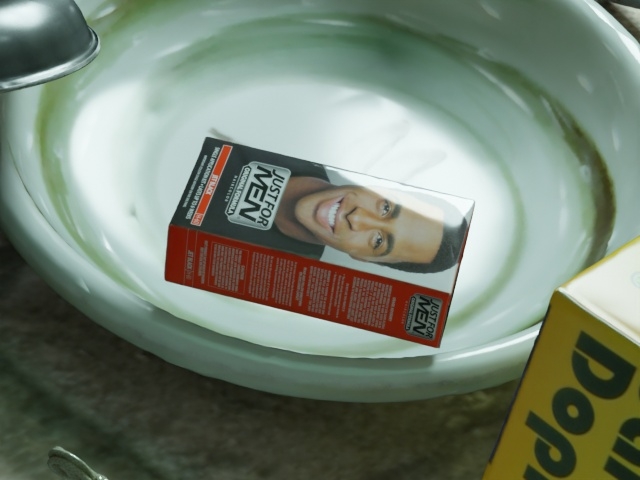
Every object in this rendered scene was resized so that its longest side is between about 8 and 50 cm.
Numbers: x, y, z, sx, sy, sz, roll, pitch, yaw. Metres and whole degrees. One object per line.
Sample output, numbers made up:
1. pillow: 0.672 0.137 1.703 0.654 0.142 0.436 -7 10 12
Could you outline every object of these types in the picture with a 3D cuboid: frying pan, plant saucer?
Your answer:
1. frying pan: -0.267 -0.126 1.066 0.326 0.053 0.197 15 25 31
2. plant saucer: 0.003 -0.040 1.124 0.400 0.100 0.400 5 44 -5

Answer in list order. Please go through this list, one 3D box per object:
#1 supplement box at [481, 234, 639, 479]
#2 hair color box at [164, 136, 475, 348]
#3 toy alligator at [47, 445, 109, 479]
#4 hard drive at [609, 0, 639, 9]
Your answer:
1. supplement box: 0.256 0.087 0.990 0.195 0.194 0.356 33 37 24
2. hair color box: 0.000 0.000 0.981 0.141 0.043 0.072 14 45 4
3. toy alligator: -0.034 0.140 0.692 0.189 0.056 0.051 30 76 20
4. hard drive: 0.154 -0.215 1.385 0.353 0.047 0.233 12 8 -35
